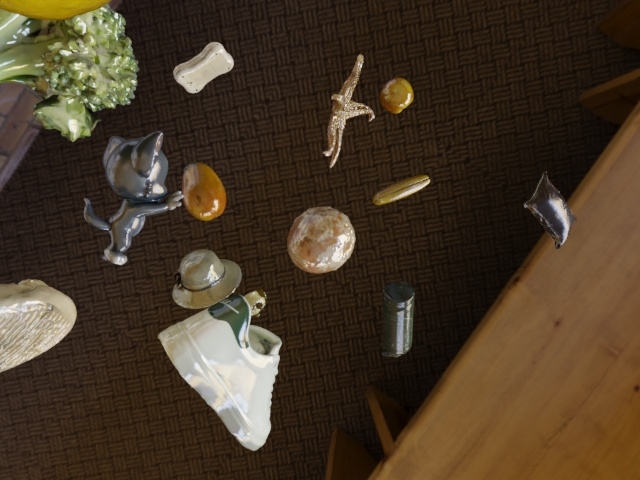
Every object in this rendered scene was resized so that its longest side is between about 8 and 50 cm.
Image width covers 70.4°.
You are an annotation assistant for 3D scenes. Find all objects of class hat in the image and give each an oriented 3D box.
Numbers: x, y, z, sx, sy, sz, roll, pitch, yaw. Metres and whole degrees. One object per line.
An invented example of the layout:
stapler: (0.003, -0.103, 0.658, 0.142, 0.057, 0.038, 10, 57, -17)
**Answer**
hat: (-0.181, 0.176, 1.232, 0.077, 0.076, 0.059, -48, 67, 36)
hat: (-0.417, 0.104, 1.597, 0.257, 0.257, 0.130, -11, 125, 3)

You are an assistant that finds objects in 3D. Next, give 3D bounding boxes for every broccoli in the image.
broccoli: (-0.473, -0.347, 0.753, 0.277, 0.338, 0.317, -3, 68, 29)

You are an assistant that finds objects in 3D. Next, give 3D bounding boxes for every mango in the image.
mango: (-0.392, -0.166, 1.530, 0.120, 0.151, 0.221, -34, 51, 28)

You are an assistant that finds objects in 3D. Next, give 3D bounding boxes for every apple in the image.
apple: (0.246, -0.467, 1.475, 0.099, 0.114, 0.102, -34, 82, -37)

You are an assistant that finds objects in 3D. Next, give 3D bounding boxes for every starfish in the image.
starfish: (0.088, -0.440, 1.555, 0.094, 0.327, 0.375, 25, 124, 21)

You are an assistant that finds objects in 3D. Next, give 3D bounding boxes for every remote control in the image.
remote control: (-0.246, -0.363, 0.954, 0.122, 0.074, 0.032, -28, 66, 10)

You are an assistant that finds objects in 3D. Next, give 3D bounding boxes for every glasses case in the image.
glasses case: (0.308, -0.193, 1.726, 0.234, 0.079, 0.064, -23, 86, -15)

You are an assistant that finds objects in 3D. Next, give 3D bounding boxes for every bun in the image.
bun: (-0.585, 0.149, 0.830, 0.210, 0.237, 0.116, -47, 64, 12)

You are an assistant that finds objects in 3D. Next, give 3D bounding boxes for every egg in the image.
egg: (0.000, 0.000, 1.314, 0.195, 0.233, 0.195, 23, 131, 30)

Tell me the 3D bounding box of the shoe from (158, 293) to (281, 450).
shoe: (-0.135, 0.235, 0.812, 0.160, 0.132, 0.363, -34, 135, -16)

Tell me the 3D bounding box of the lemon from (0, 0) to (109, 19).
lemon: (-0.311, -0.366, 0.485, 0.236, 0.263, 0.236, -6, 115, -12)

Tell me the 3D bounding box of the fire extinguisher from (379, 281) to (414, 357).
fire extinguisher: (0.242, 0.275, 1.458, 0.114, 0.095, 0.311, 9, 129, 22)

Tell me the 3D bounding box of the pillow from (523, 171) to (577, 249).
pillow: (0.485, -0.060, 0.949, 0.150, 0.048, 0.090, 45, 56, -21)

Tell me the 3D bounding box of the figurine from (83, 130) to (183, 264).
figurine: (-0.400, -0.092, 0.934, 0.193, 0.140, 0.265, 17, 74, 44)
